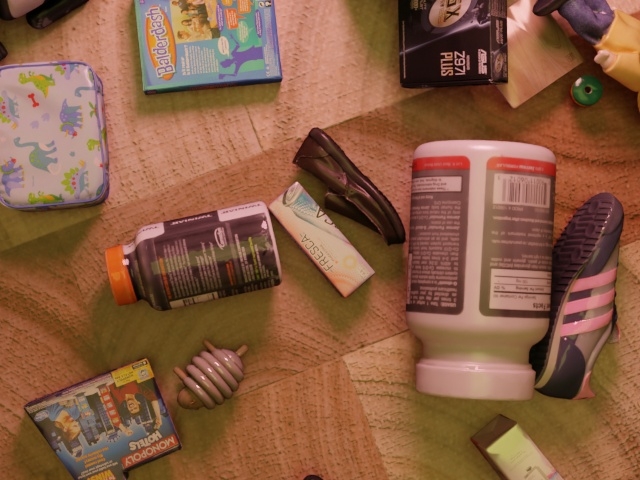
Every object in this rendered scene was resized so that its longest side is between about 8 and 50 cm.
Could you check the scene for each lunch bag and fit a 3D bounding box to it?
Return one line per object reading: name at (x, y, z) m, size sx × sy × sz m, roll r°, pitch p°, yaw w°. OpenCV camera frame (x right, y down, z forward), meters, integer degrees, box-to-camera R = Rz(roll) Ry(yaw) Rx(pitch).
lunch bag at (-0.403, -0.153, 1.816) m, size 0.176 × 0.090 × 0.218 m, roll -6°, pitch 89°, yaw -5°

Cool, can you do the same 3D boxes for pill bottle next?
pill bottle at (0.230, 0.044, 1.795) m, size 0.210 × 0.210 × 0.362 m, roll 3°, pitch 89°, yaw -4°
pill bottle at (-0.187, 0.028, 1.806) m, size 0.246 × 0.130 × 0.130 m, roll -12°, pitch 89°, yaw -5°

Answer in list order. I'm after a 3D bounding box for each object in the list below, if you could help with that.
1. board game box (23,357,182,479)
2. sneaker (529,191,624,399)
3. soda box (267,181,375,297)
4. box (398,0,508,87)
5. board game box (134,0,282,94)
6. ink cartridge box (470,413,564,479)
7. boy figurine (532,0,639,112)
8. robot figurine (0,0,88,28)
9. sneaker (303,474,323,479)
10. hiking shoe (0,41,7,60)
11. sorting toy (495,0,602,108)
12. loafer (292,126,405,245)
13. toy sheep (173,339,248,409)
board game box at (-0.311, 0.296, 1.826) m, size 0.194 × 0.060 × 0.194 m, roll -21°, pitch 91°, yaw -4°
sneaker at (0.406, 0.089, 1.871) m, size 0.131 × 0.112 × 0.319 m, roll 23°, pitch 90°, yaw -20°
soda box at (0.000, 0.000, 1.856) m, size 0.063 × 0.058 × 0.183 m, roll -41°, pitch 92°, yaw -4°
box at (0.196, -0.318, 1.829) m, size 0.147 × 0.077 × 0.180 m, roll 1°, pitch 95°, yaw 27°
board game box at (-0.169, -0.309, 1.858) m, size 0.210 × 0.047 × 0.160 m, roll -5°, pitch 89°, yaw -4°
ink cartridge box at (0.318, 0.360, 1.840) m, size 0.067 × 0.115 × 0.198 m, roll -38°, pitch 92°, yaw -4°
boy figurine at (0.449, -0.292, 1.860) m, size 0.285 × 0.177 × 0.092 m, roll 41°, pitch 126°, yaw -18°
robot figurine at (-0.423, -0.426, 1.770) m, size 0.278 × 0.209 × 0.173 m, roll -34°, pitch 81°, yaw -17°
sneaker at (-0.171, 0.488, 1.796) m, size 0.483 × 0.185 × 0.202 m, roll -22°, pitch 72°, yaw -7°
hiking shoe at (-0.581, -0.300, 1.810) m, size 0.227 × 0.086 × 0.114 m, roll 31°, pitch 85°, yaw -2°
sorting toy at (0.302, -0.295, 1.888) m, size 0.132 × 0.046 × 0.274 m, roll -35°, pitch 88°, yaw -4°
loafer at (0.042, -0.069, 1.858) m, size 0.078 × 0.080 × 0.220 m, roll -42°, pitch 86°, yaw 6°
toy sheep at (-0.159, 0.199, 1.828) m, size 0.132 × 0.091 × 0.091 m, roll -45°, pitch 92°, yaw -9°
